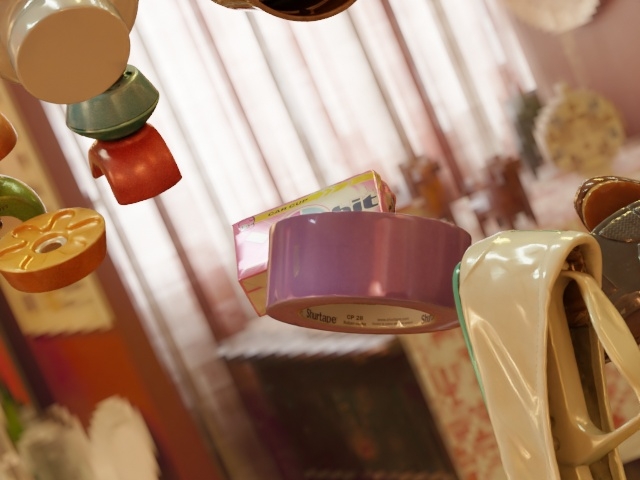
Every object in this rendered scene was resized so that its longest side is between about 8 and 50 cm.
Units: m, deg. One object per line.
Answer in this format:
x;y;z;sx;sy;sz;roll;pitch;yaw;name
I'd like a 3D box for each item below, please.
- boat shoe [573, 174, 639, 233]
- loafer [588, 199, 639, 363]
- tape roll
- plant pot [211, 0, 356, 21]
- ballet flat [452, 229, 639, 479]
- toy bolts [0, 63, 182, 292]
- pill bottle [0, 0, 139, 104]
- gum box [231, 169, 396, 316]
0.319;-0.014;1.816;0.073;0.207;0.073;-61;29;12;boat shoe
0.266;0.049;1.719;0.302;0.109;0.095;-28;-27;-21;loafer
0.044;0.032;1.758;0.189;0.080;0.189;2;-12;0;tape roll
-0.047;-0.285;1.820;0.167;0.167;0.165;-27;11;-19;plant pot
0.204;0.176;1.472;0.139;0.400;0.139;-12;-12;-3;ballet flat
-0.234;-0.084;1.658;0.228;0.158;0.218;-28;31;-20;toy bolts
-0.234;-0.223;1.543;0.146;0.146;0.264;-24;47;-6;pill bottle
0.000;0.000;2.150;0.188;0.062;0.107;-21;37;9;gum box
